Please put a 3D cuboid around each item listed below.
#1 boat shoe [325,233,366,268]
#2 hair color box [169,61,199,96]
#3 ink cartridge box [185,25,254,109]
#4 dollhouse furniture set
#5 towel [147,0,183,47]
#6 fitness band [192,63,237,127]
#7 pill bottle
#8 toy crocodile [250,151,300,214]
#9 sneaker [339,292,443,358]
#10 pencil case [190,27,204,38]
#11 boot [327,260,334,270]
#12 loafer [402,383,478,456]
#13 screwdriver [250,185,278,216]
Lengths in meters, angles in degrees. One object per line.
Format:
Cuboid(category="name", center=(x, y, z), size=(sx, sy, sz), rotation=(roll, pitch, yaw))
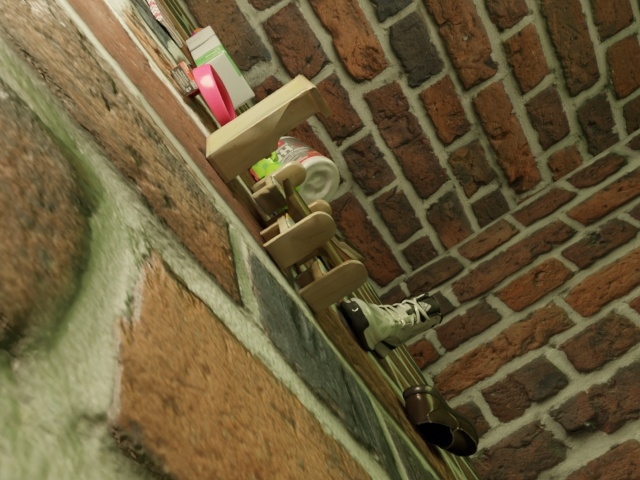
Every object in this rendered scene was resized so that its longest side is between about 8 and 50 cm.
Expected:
Cuboid(category="boat shoe", center=(0.000, 0.000, 1.713), size=(0.307, 0.104, 0.111), rotation=(41, 12, 5))
Cuboid(category="hair color box", center=(-0.327, -0.400, 1.318), size=(0.072, 0.043, 0.141), rotation=(57, 5, -16))
Cuboid(category="ink cartridge box", center=(-0.379, -0.646, 1.977), size=(0.211, 0.121, 0.289), rotation=(54, 5, -44))
Cuboid(category="dollhouse furniture set", center=(-0.032, -0.121, 1.179), size=(0.394, 0.256, 0.362), rotation=(55, 5, -27))
Cuboid(category="towel", center=(-0.516, -0.727, 1.700), size=(0.197, 0.029, 0.144), rotation=(61, 5, 20))
Cuboid(category="fitness band", center=(-0.241, -0.319, 1.309), size=(0.291, 0.054, 0.209), rotation=(52, 19, -89))
Cuboid(category="pill bottle", center=(-0.090, -0.244, 1.766), size=(0.318, 0.176, 0.176), rotation=(40, -9, 47))
Cuboid(category="toy crocodile", center=(-0.159, -0.207, 1.521), size=(0.340, 0.105, 0.115), rotation=(54, 3, 28))
Cuboid(category="sneaker", center=(0.226, 0.216, 1.615), size=(0.169, 0.257, 0.447), rotation=(59, 5, 25))
Cuboid(category="pencil case", center=(-0.476, -0.800, 2.205), size=(0.104, 0.104, 0.236), rotation=(52, 8, -46))
Cuboid(category="boot", center=(-0.003, 0.002, 1.854), size=(0.264, 0.096, 0.280), rotation=(67, 3, -56))
Cuboid(category="loafer", center=(0.357, 0.571, 1.578), size=(0.366, 0.134, 0.130), rotation=(43, 34, -30))
Cuboid(category="screwdriver", center=(-0.134, -0.085, 1.399), size=(0.170, 0.024, 0.025), rotation=(48, -22, -25))
